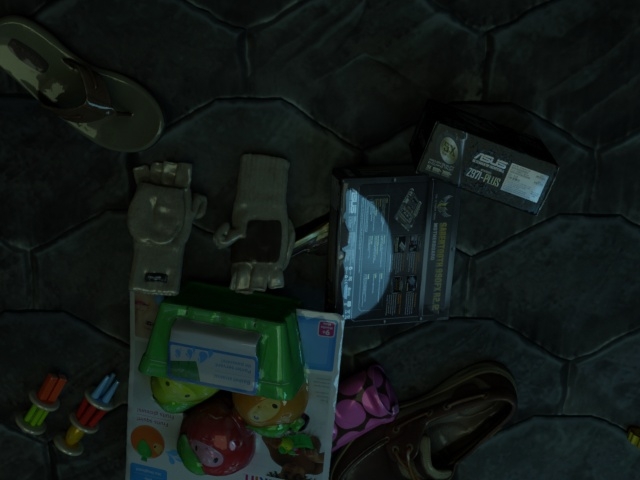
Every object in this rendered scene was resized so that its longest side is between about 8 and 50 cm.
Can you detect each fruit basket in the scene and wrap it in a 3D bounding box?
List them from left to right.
[{"bbox_3d":[-0.140,0.248,1.566,0.327,0.165,0.353,10,103,12],"label":"fruit basket"}]

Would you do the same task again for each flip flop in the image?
[{"bbox_3d":[-0.345,-0.213,1.482,0.277,0.080,0.112,36,106,-11],"label":"flip flop"}]

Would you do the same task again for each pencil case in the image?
[{"bbox_3d":[0.022,0.280,1.648,0.209,0.095,0.098,-33,71,14],"label":"pencil case"}]

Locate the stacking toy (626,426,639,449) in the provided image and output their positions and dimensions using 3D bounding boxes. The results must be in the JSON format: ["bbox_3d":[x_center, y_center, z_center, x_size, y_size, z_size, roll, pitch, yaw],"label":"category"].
[{"bbox_3d":[0.611,0.267,1.656,0.221,0.052,0.167,13,111,-6],"label":"stacking toy"}]

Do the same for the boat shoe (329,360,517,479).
[{"bbox_3d":[0.158,0.318,1.640,0.342,0.123,0.123,-32,106,12],"label":"boat shoe"}]

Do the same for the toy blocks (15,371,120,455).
[{"bbox_3d":[-0.391,0.250,1.663,0.123,0.054,0.148,32,107,-10],"label":"toy blocks"}]

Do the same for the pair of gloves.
[{"bbox_3d":[-0.157,-0.021,1.532,0.240,0.042,0.204,-2,80,-2],"label":"pair of gloves"}]

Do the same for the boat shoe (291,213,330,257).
[{"bbox_3d":[0.000,0.000,1.565,0.152,0.056,0.049,-29,101,11],"label":"boat shoe"}]

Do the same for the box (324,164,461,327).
[{"bbox_3d":[0.103,0.007,1.540,0.183,0.056,0.231,-4,111,-17],"label":"box"}]

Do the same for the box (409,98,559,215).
[{"bbox_3d":[0.223,-0.118,1.470,0.180,0.147,0.077,20,109,-5],"label":"box"}]
